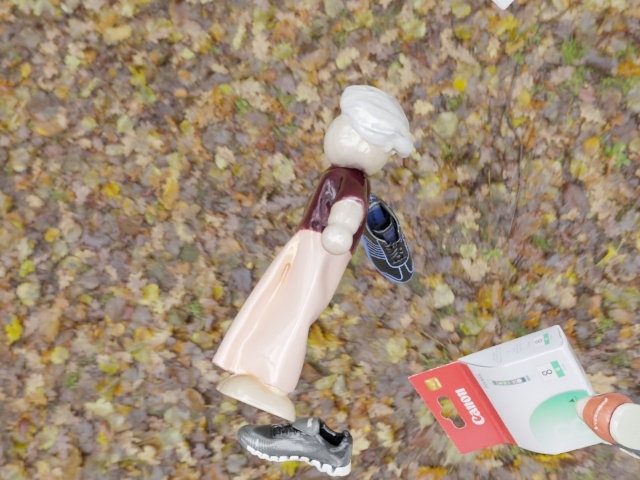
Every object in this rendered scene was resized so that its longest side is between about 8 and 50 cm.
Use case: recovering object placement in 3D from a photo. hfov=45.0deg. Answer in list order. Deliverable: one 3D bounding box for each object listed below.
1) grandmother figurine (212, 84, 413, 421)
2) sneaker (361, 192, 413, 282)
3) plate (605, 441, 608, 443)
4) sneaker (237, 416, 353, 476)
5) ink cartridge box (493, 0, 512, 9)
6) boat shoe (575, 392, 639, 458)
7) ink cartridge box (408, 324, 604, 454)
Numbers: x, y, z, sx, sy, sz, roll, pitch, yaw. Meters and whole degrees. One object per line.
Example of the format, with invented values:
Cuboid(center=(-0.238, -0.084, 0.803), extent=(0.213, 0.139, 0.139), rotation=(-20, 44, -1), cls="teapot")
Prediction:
Cuboid(center=(0.000, 0.000, 0.759), extent=(0.104, 0.208, 0.342), rotation=(26, 77, -14), cls="grandmother figurine")
Cuboid(center=(0.132, 0.002, 1.561), extent=(0.081, 0.090, 0.232), rotation=(-38, 115, -8), cls="sneaker")
Cuboid(center=(0.514, 0.303, 1.293), extent=(0.188, 0.188, 0.024), rotation=(1, 96, 11), cls="plate")
Cuboid(center=(-0.042, 0.380, 1.502), extent=(0.235, 0.078, 0.106), rotation=(15, 113, -3), cls="sneaker")
Cuboid(center=(0.293, -0.536, 1.273), extent=(0.233, 0.168, 0.171), rotation=(43, 127, -7), cls="ink cartridge box")
Cuboid(center=(0.261, 0.155, 0.623), extent=(0.043, 0.137, 0.049), rotation=(9, 77, 58), cls="boat shoe")
Cuboid(center=(0.260, 0.228, 1.067), extent=(0.225, 0.056, 0.181), rotation=(-24, 116, 21), cls="ink cartridge box")
